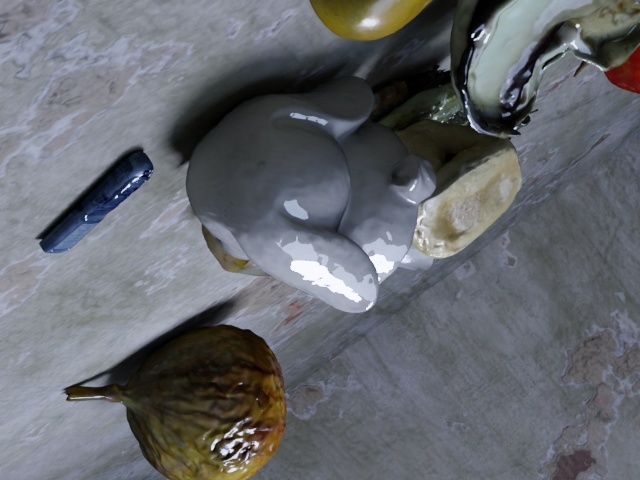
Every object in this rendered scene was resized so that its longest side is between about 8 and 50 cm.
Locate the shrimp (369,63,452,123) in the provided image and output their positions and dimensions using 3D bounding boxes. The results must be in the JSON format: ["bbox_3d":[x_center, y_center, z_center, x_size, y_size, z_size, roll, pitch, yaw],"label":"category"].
[{"bbox_3d":[0.105,-0.186,1.570,0.161,0.034,0.091,-25,163,-31],"label":"shrimp"}]

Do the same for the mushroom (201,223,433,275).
[{"bbox_3d":[0.000,0.000,1.563,0.329,0.122,0.159,0,142,-29],"label":"mushroom"}]

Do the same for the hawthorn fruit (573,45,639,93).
[{"bbox_3d":[0.484,-0.322,1.627,0.262,0.258,0.258,-12,-177,33],"label":"hawthorn fruit"}]

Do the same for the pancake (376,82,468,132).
[{"bbox_3d":[0.106,-0.128,1.619,0.254,0.037,0.253,-31,165,-9],"label":"pancake"}]

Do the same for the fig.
[{"bbox_3d":[-0.243,0.271,1.970,0.369,0.286,0.286,11,137,-42],"label":"fig"}]

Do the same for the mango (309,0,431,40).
[{"bbox_3d":[0.072,-0.254,1.072,0.195,0.098,0.137,-38,168,-30],"label":"mango"}]

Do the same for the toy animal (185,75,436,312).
[{"bbox_3d":[-0.024,-0.062,1.319,0.206,0.271,0.265,-10,164,43],"label":"toy animal"}]

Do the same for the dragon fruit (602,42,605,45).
[{"bbox_3d":[0.315,-0.308,1.484,0.133,0.136,0.166,10,174,-27],"label":"dragon fruit"}]

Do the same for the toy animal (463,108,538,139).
[{"bbox_3d":[0.280,-0.189,1.951,0.269,0.082,0.137,-33,172,-30],"label":"toy animal"}]

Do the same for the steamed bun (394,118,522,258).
[{"bbox_3d":[0.137,-0.082,1.473,0.172,0.155,0.140,-34,143,-18],"label":"steamed bun"}]

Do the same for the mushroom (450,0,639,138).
[{"bbox_3d":[0.278,-0.275,1.353,0.247,0.130,0.344,16,127,-43],"label":"mushroom"}]

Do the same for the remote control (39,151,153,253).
[{"bbox_3d":[-0.229,-0.037,1.241,0.152,0.027,0.043,-39,172,24],"label":"remote control"}]
